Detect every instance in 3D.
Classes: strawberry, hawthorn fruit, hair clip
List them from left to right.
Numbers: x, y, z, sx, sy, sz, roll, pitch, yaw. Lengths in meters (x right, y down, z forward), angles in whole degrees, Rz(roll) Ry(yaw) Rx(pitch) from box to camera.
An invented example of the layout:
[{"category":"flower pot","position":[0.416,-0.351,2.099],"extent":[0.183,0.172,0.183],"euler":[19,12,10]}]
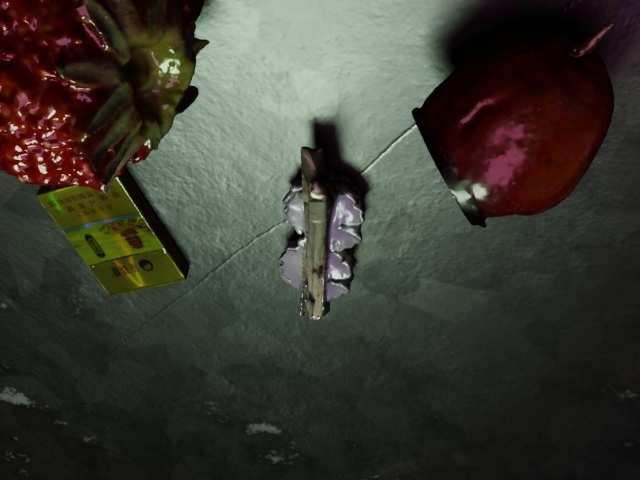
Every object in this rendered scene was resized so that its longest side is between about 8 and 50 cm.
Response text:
[{"category":"strawberry","position":[-0.302,-0.205,1.147],"extent":[0.343,0.292,0.292],"euler":[21,138,22]},{"category":"hair clip","position":[0.000,0.000,1.387],"extent":[0.106,0.084,0.292],"euler":[3,139,0]},{"category":"hawthorn fruit","position":[0.212,-0.137,1.159],"extent":[0.189,0.189,0.251],"euler":[28,114,-17]}]

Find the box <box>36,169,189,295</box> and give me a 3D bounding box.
[{"category":"box","position":[-0.269,-0.010,1.449],"extent":[0.121,0.030,0.193],"euler":[-13,129,20]}]
